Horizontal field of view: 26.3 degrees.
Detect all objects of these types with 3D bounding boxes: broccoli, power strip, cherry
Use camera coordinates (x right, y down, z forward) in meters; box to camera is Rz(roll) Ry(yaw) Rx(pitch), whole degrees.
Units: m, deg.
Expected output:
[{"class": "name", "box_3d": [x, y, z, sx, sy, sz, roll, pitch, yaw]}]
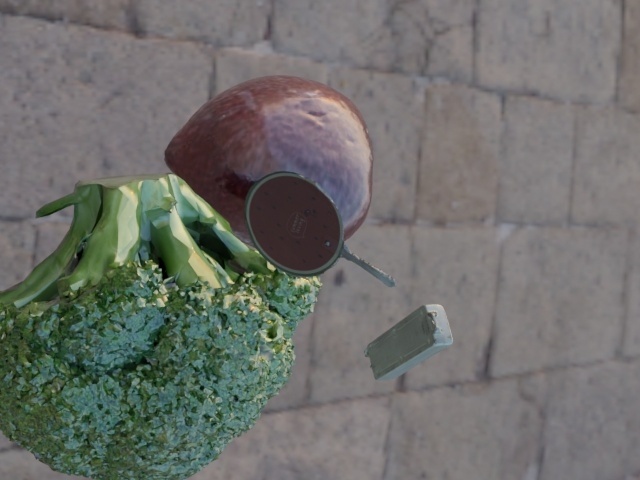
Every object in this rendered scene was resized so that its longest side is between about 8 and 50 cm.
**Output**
[{"class": "broccoli", "box_3d": [-0.185, 0.093, 1.354, 0.413, 0.321, 0.310, -5, 126, -17]}, {"class": "power strip", "box_3d": [0.053, 0.064, 0.850, 0.017, 0.083, 0.027, 0, 67, -31]}, {"class": "cherry", "box_3d": [-0.053, -0.096, 1.720, 0.300, 0.203, 0.230, 4, 74, -31]}]

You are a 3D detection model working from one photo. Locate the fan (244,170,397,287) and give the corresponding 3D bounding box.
[{"class": "fan", "box_3d": [0.000, 0.000, 1.016, 0.005, 0.133, 0.085, -40, 155, -54]}]
